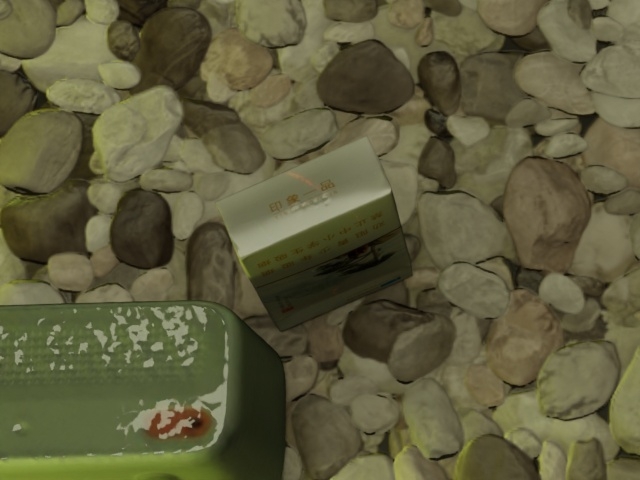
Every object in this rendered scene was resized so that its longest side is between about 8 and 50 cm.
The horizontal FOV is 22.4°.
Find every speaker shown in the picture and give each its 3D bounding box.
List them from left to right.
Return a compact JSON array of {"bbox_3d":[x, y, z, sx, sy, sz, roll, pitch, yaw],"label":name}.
[{"bbox_3d":[-0.247,0.156,1.512,0.406,0.184,0.183,-3,69,9],"label":"speaker"}]

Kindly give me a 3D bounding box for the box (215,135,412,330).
[{"bbox_3d":[0.000,0.000,1.500,0.149,0.233,0.067,-21,69,0],"label":"box"}]
